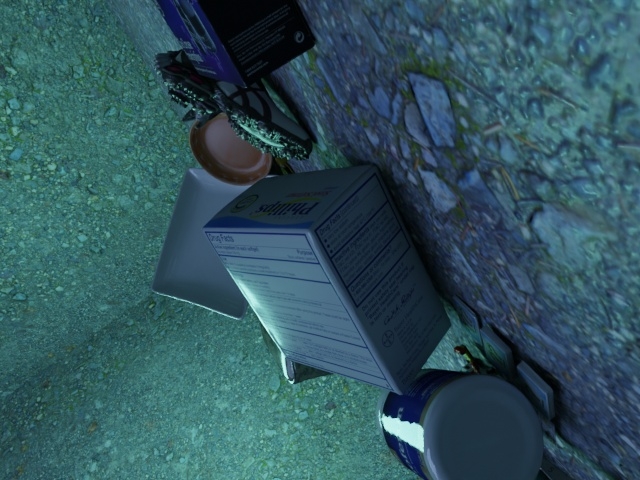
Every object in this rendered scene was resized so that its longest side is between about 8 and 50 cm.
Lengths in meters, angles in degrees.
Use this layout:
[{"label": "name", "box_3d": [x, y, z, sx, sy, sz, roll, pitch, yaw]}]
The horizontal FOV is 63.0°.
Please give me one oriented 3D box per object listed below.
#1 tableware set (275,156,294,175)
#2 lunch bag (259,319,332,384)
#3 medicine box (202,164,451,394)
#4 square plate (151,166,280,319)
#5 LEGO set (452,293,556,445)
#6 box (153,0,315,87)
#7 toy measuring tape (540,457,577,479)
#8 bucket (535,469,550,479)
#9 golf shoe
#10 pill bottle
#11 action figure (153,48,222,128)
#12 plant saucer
[{"label": "tableware set", "box_3d": [-0.048, -0.118, 1.132, 0.154, 0.024, 0.104, 56, 171, -10]}, {"label": "lunch bag", "box_3d": [0.002, 0.159, 1.196, 0.305, 0.256, 0.213, -157, 58, -70]}, {"label": "medicine box", "box_3d": [0.008, 0.054, 0.780, 0.263, 0.149, 0.289, 2, 128, 49]}, {"label": "square plate", "box_3d": [-0.257, -0.005, 1.299, 0.347, 0.344, 0.049, 10, 171, 36]}, {"label": "LEGO set", "box_3d": [0.247, 0.209, 0.737, 0.182, 0.060, 0.244, 51, 172, 45]}, {"label": "box", "box_3d": [-0.134, -0.300, 0.640, 0.184, 0.103, 0.261, 62, 169, -29]}, {"label": "toy measuring tape", "box_3d": [0.324, 0.362, 0.640, 0.121, 0.121, 0.330, 58, 163, -27]}, {"label": "bucket", "box_3d": [0.292, 0.483, 0.909, 0.183, 0.281, 0.281, 46, 169, 23]}, {"label": "golf shoe", "box_3d": [-0.119, -0.233, 0.846, 0.272, 0.120, 0.105, 31, 164, 0]}, {"label": "pill bottle", "box_3d": [0.173, 0.259, 0.732, 0.153, 0.153, 0.265, 53, 165, 3]}, {"label": "action figure", "box_3d": [-0.242, -0.310, 1.045, 0.275, 0.141, 0.164, 43, 154, 58]}, {"label": "plant saucer", "box_3d": [-0.201, -0.213, 1.192, 0.200, 0.200, 0.037, 60, -146, -35]}]
